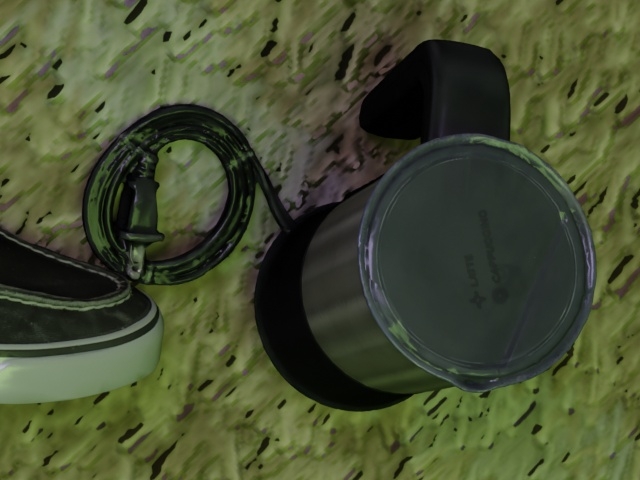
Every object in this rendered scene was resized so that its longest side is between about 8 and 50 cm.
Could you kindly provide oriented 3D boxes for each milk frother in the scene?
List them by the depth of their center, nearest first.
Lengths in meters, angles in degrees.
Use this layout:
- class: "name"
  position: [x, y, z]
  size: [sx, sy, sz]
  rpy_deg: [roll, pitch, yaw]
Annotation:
- class: "milk frother"
  position: [0.000, 0.000, 0.616]
  size: [0.143, 0.135, 0.129]
  rpy_deg: [-11, 84, -18]

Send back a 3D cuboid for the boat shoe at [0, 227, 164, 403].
- class: "boat shoe"
  position: [-0.155, 0.005, 0.597]
  size: [0.219, 0.078, 0.070]
  rpy_deg: [9, 109, -21]
